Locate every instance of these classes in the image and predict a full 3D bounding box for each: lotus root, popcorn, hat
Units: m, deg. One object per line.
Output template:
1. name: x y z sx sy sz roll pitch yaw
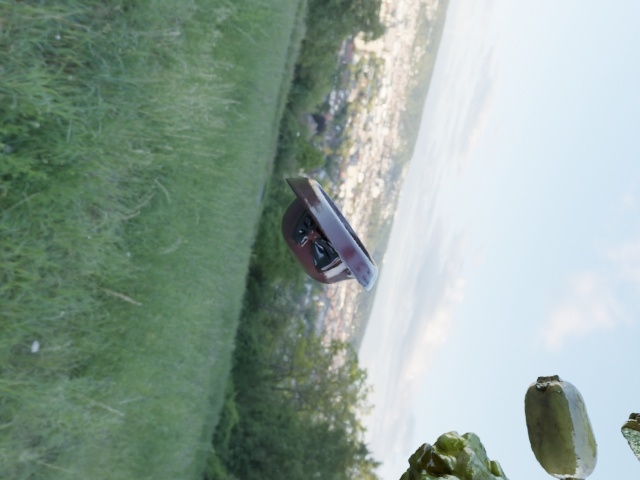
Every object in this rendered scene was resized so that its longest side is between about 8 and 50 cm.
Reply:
1. lotus root: 0.615 0.494 1.218 0.160 0.146 0.284 127 -39 -62
2. popcorn: 0.206 0.429 0.741 0.266 0.192 0.233 57 31 -26
3. hat: 0.000 0.000 0.665 0.089 0.205 0.205 -35 176 6

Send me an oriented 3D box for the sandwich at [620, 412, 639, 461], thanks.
1. sandwich: 0.873 0.513 1.148 0.065 0.186 0.215 -41 -169 -24
